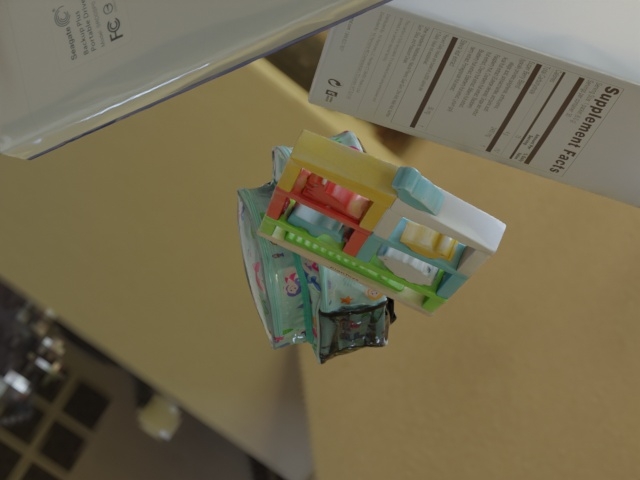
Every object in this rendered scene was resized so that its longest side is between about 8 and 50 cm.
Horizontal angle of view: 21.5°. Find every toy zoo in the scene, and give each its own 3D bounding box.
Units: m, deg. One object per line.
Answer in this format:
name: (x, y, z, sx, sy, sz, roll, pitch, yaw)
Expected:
toy zoo: (0.050, -0.016, 1.504, 0.293, 0.192, 0.030, 118, -3, -72)

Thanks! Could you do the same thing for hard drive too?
hard drive: (-0.070, -0.199, 0.960, 0.319, 0.040, 0.210, -21, -105, 24)

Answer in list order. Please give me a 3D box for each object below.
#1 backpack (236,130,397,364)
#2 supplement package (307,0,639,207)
backpack: (0.000, 0.000, 2.027, 0.253, 0.191, 0.225, 99, -22, -53)
supplement package: (0.163, -0.168, 1.254, 0.175, 0.293, 0.177, 113, -7, -66)
